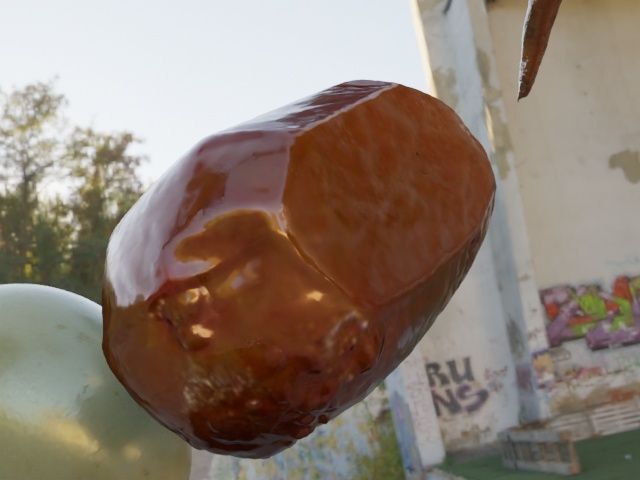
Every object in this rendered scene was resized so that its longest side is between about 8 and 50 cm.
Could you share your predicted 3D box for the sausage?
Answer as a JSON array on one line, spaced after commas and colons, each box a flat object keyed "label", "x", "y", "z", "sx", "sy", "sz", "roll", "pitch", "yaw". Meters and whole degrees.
[{"label": "sausage", "x": -0.001, "y": 0.001, "z": 0.419, "sx": 0.141, "sy": 0.153, "sz": 0.268, "roll": -32, "pitch": 5, "yaw": 39}]

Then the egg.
[{"label": "egg", "x": -0.208, "y": 0.135, "z": 0.566, "sx": 0.253, "sy": 0.189, "sz": 0.188, "roll": 22, "pitch": -3, "yaw": 22}]

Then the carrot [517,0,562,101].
[{"label": "carrot", "x": 0.343, "y": -0.321, "z": 1.191, "sx": 0.057, "sy": 0.057, "sz": 0.224, "roll": -8, "pitch": -49, "yaw": -13}]
